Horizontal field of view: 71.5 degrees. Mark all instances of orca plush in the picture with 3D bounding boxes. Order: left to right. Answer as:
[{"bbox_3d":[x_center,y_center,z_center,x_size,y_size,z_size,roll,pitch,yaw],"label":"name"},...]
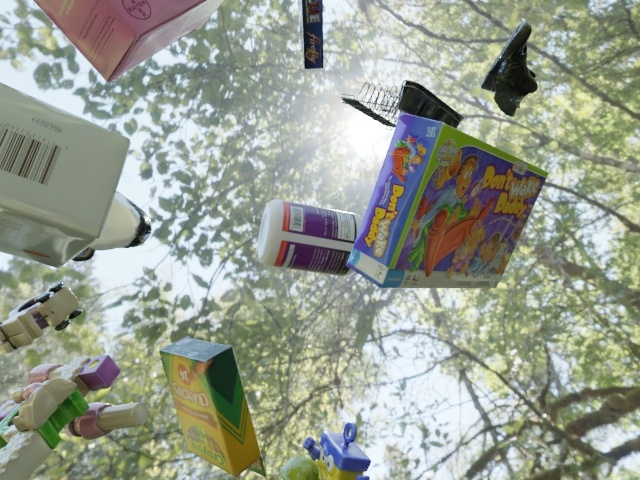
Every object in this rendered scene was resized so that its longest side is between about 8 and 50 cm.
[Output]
[{"bbox_3d":[-0.406,-0.029,0.783,0.287,0.151,0.102,-5,-13,15],"label":"orca plush"}]

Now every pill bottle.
[{"bbox_3d":[0.000,0.000,1.222,0.322,0.181,0.181,10,-52,-16],"label":"pill bottle"}]

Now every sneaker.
[{"bbox_3d":[0.337,-0.285,0.756,0.089,0.051,0.170,29,-20,4],"label":"sneaker"}]

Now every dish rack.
[{"bbox_3d":[0.188,-0.324,1.097,0.208,0.271,0.074,19,-82,-41],"label":"dish rack"}]

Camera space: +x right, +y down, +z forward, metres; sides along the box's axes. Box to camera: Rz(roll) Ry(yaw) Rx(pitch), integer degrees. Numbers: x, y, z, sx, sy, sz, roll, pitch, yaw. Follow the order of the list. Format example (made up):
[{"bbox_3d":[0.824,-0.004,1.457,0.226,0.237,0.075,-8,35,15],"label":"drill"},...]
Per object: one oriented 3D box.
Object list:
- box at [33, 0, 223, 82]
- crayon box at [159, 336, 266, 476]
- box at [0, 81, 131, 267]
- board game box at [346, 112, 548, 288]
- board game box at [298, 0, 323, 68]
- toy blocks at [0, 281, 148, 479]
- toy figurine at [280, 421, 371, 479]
[{"bbox_3d":[-0.276,-0.380,0.586,0.117,0.213,0.243,-20,-62,46],"label":"box"},{"bbox_3d":[-0.245,0.390,1.009,0.202,0.081,0.319,-5,-78,44],"label":"crayon box"},{"bbox_3d":[-0.261,-0.047,0.378,0.130,0.091,0.170,22,-24,-35],"label":"box"},{"bbox_3d":[0.221,-0.042,0.723,0.347,0.078,0.233,5,-71,-43],"label":"board game box"},{"bbox_3d":[-0.024,-0.494,0.957,0.042,0.243,0.165,-4,-49,-3],"label":"board game box"},{"bbox_3d":[-0.503,0.284,0.704,0.260,0.288,0.309,-14,-67,19],"label":"toy blocks"},{"bbox_3d":[0.052,0.464,0.901,0.191,0.362,0.217,9,-89,-20],"label":"toy figurine"}]
